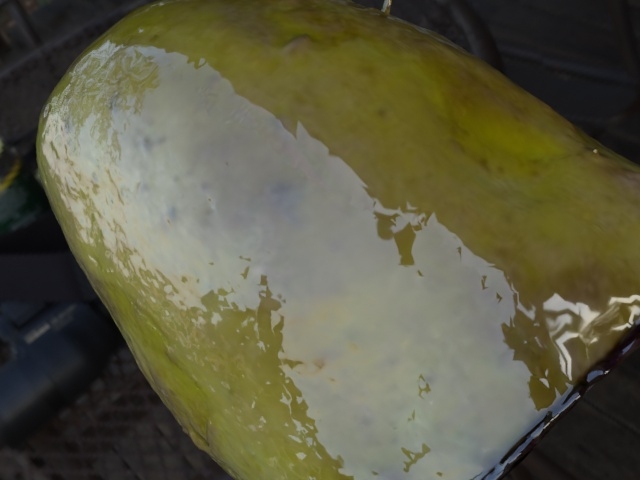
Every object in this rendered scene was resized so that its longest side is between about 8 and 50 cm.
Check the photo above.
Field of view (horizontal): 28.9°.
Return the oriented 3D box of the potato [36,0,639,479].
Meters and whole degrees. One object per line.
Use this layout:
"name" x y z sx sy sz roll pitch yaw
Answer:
"potato" 0.000 0.000 0.538 0.266 0.229 0.229 42 71 10
